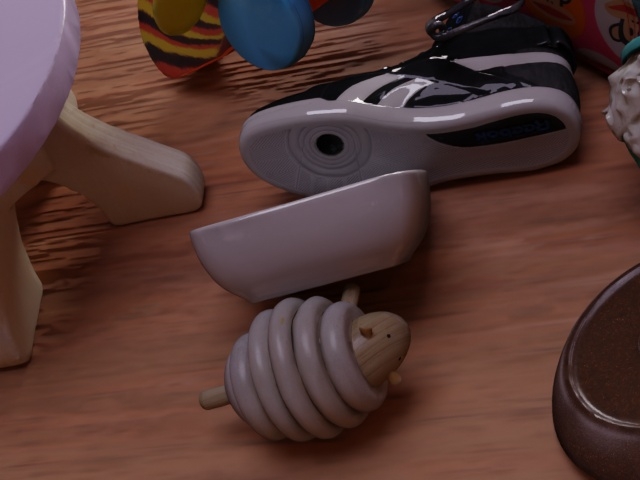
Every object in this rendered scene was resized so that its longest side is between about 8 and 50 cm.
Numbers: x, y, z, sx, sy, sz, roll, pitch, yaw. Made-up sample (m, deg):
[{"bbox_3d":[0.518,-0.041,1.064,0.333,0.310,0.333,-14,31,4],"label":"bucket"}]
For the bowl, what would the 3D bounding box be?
[{"bbox_3d":[0.000,0.000,0.968,0.142,0.142,0.053,-14,89,7],"label":"bowl"}]

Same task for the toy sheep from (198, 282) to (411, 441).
[{"bbox_3d":[-0.009,0.072,0.921,0.132,0.091,0.091,-24,42,22],"label":"toy sheep"}]

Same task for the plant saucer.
[{"bbox_3d":[0.193,0.057,0.854,0.168,0.029,0.168,-25,35,19],"label":"plant saucer"}]

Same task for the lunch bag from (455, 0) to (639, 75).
[{"bbox_3d":[0.229,-0.236,1.090,0.258,0.120,0.293,-40,47,-21],"label":"lunch bag"}]

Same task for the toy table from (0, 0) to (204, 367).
[{"bbox_3d":[-0.222,-0.056,1.078,0.252,0.161,0.274,-2,48,22],"label":"toy table"}]

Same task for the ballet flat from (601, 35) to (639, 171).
[{"bbox_3d":[0.367,-0.097,0.906,0.409,0.147,0.147,-17,44,12],"label":"ballet flat"}]

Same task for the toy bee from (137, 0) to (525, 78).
[{"bbox_3d":[-0.017,-0.208,1.086,0.298,0.162,0.195,-14,20,24],"label":"toy bee"}]

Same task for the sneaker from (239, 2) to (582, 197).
[{"bbox_3d":[0.060,-0.094,1.059,0.217,0.079,0.121,-4,44,10],"label":"sneaker"}]
